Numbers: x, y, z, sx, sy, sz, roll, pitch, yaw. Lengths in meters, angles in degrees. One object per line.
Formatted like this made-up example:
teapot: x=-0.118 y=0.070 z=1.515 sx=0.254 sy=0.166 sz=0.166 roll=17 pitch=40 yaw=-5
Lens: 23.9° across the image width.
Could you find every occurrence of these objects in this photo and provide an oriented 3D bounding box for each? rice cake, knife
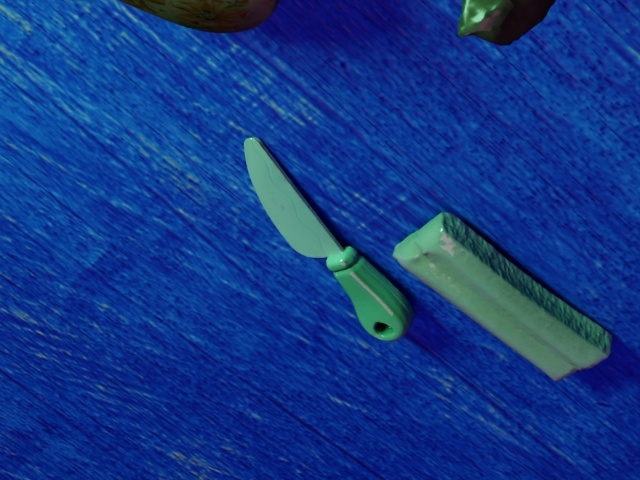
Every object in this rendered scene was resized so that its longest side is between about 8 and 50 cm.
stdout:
rice cake: x=0.175 y=0.058 z=1.450 sx=0.222 sy=0.042 sz=0.080 roll=36 pitch=135 yaw=-16
knife: x=-0.001 y=0.001 z=1.478 sx=0.063 sy=0.034 sz=0.260 roll=-21 pitch=117 yaw=45

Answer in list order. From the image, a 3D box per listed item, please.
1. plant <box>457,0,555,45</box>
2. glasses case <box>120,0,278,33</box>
plant: x=0.193 y=-0.263 z=0.985 sx=0.213 sy=0.215 sz=0.312 roll=33 pitch=138 yaw=-8
glasses case: x=-0.220 y=-0.276 z=1.163 sx=0.425 sy=0.098 sz=0.156 roll=24 pitch=164 yaw=-22
